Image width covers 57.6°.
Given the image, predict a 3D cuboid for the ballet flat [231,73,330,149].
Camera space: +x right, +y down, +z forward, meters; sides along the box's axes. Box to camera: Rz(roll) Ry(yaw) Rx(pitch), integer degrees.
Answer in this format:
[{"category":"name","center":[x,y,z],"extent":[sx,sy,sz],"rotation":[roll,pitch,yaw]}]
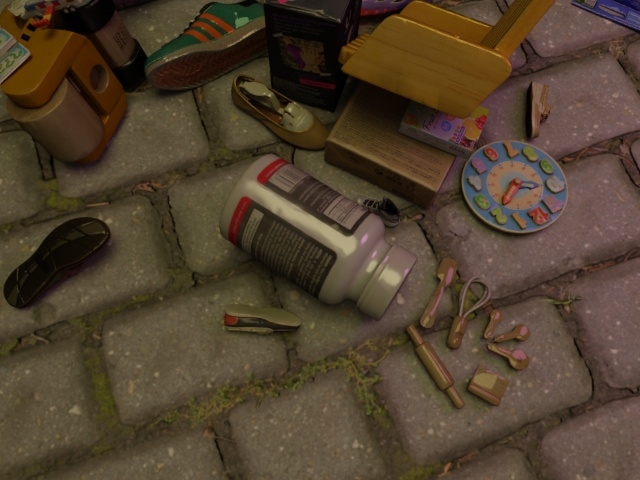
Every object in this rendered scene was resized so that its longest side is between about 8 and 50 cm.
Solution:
[{"category":"ballet flat","center":[-0.083,-0.257,1.158],"extent":[0.232,0.073,0.080],"rotation":[29,72,9]}]

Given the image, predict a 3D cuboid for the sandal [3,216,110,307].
[{"category":"sandal","center":[-0.467,0.041,1.048],"extent":[0.219,0.060,0.090],"rotation":[-44,70,-1]}]

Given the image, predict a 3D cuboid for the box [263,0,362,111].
[{"category":"box","center":[-0.010,-0.399,1.108],"extent":[0.143,0.270,0.165],"rotation":[18,69,5]}]

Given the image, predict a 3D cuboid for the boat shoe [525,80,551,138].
[{"category":"boat shoe","center":[0.447,-0.267,1.188],"extent":[0.045,0.050,0.135],"rotation":[8,69,7]}]

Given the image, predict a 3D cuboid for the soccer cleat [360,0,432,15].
[{"category":"soccer cleat","center":[0.087,-0.526,1.261],"extent":[0.318,0.108,0.116],"rotation":[10,91,-1]}]

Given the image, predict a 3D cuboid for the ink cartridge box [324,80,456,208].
[{"category":"ink cartridge box","center":[0.152,-0.200,1.135],"extent":[0.234,0.088,0.193],"rotation":[27,70,9]}]

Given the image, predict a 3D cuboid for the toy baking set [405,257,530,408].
[{"category":"toy baking set","center":[0.255,0.165,1.034],"extent":[0.196,0.030,0.256],"rotation":[-32,74,-16]}]

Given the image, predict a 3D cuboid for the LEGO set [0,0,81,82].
[{"category":"LEGO set","center":[-0.519,-0.402,1.012],"extent":[0.244,0.060,0.182],"rotation":[-47,57,-7]}]

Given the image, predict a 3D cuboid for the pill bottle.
[{"category":"pill bottle","center":[0.000,0.000,1.008],"extent":[0.318,0.176,0.176],"rotation":[32,72,10]}]

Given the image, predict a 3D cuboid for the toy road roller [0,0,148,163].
[{"category":"toy road roller","center":[-0.509,-0.329,1.116],"extent":[0.240,0.202,0.329],"rotation":[10,66,17]}]

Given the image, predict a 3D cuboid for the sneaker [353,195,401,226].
[{"category":"sneaker","center":[0.109,-0.068,1.093],"extent":[0.098,0.069,0.038],"rotation":[26,70,8]}]

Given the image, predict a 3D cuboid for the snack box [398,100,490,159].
[{"category":"snack box","center":[0.229,-0.221,1.079],"extent":[0.141,0.037,0.100],"rotation":[24,69,7]}]

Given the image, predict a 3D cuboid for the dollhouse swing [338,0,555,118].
[{"category":"dollhouse swing","center":[0.246,-0.422,1.025],"extent":[0.315,0.305,0.347],"rotation":[23,31,5]}]

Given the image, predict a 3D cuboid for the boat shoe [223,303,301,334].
[{"category":"boat shoe","center":[-0.103,0.144,1.023],"extent":[0.137,0.049,0.043],"rotation":[7,111,-1]}]

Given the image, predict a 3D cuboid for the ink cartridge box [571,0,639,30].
[{"category":"ink cartridge box","center":[0.721,-0.629,1.330],"extent":[0.185,0.065,0.311],"rotation":[29,73,9]}]

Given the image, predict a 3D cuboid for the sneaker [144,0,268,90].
[{"category":"sneaker","center":[-0.235,-0.412,1.201],"extent":[0.302,0.108,0.121],"rotation":[-29,72,-20]}]

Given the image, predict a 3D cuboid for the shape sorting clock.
[{"category":"shape sorting clock","center":[0.378,-0.108,1.131],"extent":[0.206,0.040,0.206],"rotation":[1,69,-2]}]
